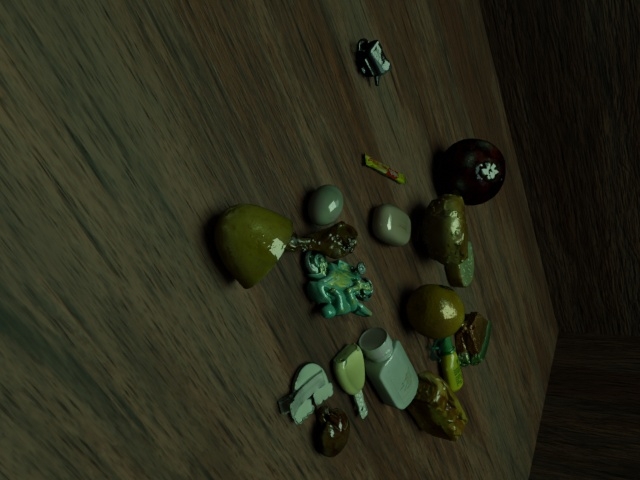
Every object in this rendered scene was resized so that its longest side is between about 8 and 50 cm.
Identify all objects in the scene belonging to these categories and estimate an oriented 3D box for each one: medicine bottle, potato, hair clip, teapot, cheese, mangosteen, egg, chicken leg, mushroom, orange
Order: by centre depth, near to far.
[{"bbox_3d":[-0.176,-0.013,1.123,0.158,0.178,0.203,43,78,-22],"label":"potato"},{"bbox_3d":[-0.035,0.426,1.336,0.220,0.054,0.140,-25,102,-53],"label":"hair clip"},{"bbox_3d":[-0.001,0.003,1.356,0.251,0.087,0.107,-2,57,-28],"label":"chicken leg"},{"bbox_3d":[0.037,0.556,1.389,0.135,0.080,0.170,-53,130,-53],"label":"mushroom"},{"bbox_3d":[0.015,-0.105,1.407,0.103,0.103,0.135,47,55,-38],"label":"egg"},{"bbox_3d":[0.110,0.464,1.514,0.127,0.054,0.251,-35,114,-44],"label":"cheese"},{"bbox_3d":[0.235,0.438,1.631,0.161,0.111,0.296,-53,128,-34],"label":"medicine bottle"},{"bbox_3d":[0.178,-0.640,1.697,0.096,0.087,0.177,-49,127,-15],"label":"teapot"},{"bbox_3d":[0.446,0.275,1.828,0.236,0.236,0.236,7,80,-51],"label":"orange"},{"bbox_3d":[0.563,0.512,2.067,0.111,0.076,0.309,-34,113,-55],"label":"medicine bottle"},{"bbox_3d":[0.676,-0.313,2.177,0.306,0.359,0.306,-1,94,-18],"label":"mangosteen"}]

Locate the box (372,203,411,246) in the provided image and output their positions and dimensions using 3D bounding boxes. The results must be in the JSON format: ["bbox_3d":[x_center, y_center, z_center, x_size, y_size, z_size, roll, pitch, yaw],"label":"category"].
[{"bbox_3d":[0.263,-0.055,1.731,0.200,0.088,0.146,21,71,-48],"label":"box"}]

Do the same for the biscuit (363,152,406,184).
[{"bbox_3d":[0.245,-0.266,1.784,0.292,0.026,0.048,14,56,-51],"label":"biscuit"}]

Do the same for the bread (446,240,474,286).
[{"bbox_3d":[0.668,0.109,2.249,0.236,0.070,0.236,6,83,-52],"label":"bread"}]

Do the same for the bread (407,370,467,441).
[{"bbox_3d":[0.437,0.625,1.806,0.149,0.195,0.344,-57,131,-32],"label":"bread"}]

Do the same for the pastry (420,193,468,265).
[{"bbox_3d":[0.509,-0.040,1.950,0.316,0.184,0.284,62,31,-46],"label":"pastry"}]

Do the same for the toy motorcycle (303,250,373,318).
[{"bbox_3d":[0.060,0.149,1.429,0.296,0.109,0.198,26,61,-37],"label":"toy motorcycle"}]

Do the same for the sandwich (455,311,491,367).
[{"bbox_3d":[0.737,0.451,2.270,0.292,0.109,0.212,-39,117,-46],"label":"sandwich"}]

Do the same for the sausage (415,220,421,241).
[{"bbox_3d":[0.412,-0.039,1.980,0.015,0.015,0.100,38,58,-43],"label":"sausage"}]

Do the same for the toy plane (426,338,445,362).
[{"bbox_3d":[0.496,0.392,1.984,0.060,0.096,0.235,12,95,-48],"label":"toy plane"}]
